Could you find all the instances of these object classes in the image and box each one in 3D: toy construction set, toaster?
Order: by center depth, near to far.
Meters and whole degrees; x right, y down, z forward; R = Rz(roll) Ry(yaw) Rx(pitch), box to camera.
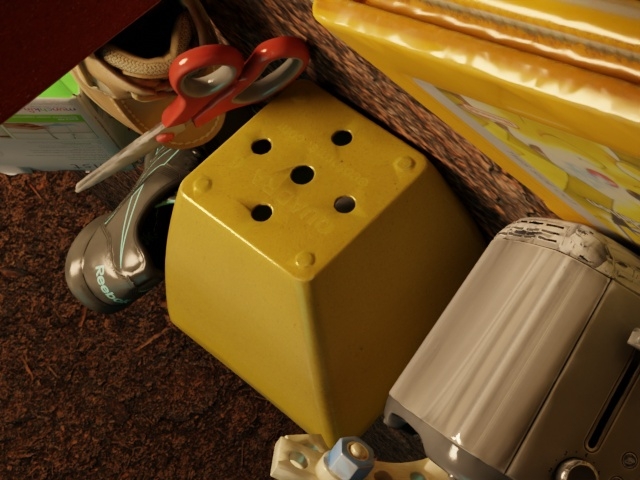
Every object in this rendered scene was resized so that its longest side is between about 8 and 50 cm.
[{"bbox_3d":[0.127,0.075,0.804,0.129,0.146,0.227,32,177,-8],"label":"toaster"},{"bbox_3d":[0.113,0.124,1.059,0.151,0.328,0.215,49,-146,-1],"label":"toy construction set"}]

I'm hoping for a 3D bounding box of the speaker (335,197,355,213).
[{"bbox_3d":[0.034,0.030,1.368,0.296,0.131,0.131,33,168,38],"label":"speaker"}]

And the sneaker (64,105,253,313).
[{"bbox_3d":[-0.120,-0.041,1.323,0.101,0.267,0.106,46,144,-23],"label":"sneaker"}]

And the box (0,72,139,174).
[{"bbox_3d":[-0.317,-0.151,1.372,0.262,0.126,0.231,1,168,7],"label":"box"}]

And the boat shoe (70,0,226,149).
[{"bbox_3d":[-0.147,-0.158,1.154,0.110,0.122,0.341,57,180,32],"label":"boat shoe"}]

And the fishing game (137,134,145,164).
[{"bbox_3d":[-0.186,-0.134,1.544,0.264,0.041,0.189,33,139,46],"label":"fishing game"}]

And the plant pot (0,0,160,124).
[{"bbox_3d":[-0.143,-0.227,0.470,0.267,0.267,0.235,39,151,14],"label":"plant pot"}]

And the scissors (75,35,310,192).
[{"bbox_3d":[-0.108,-0.093,1.187,0.297,0.109,0.021,-38,64,56],"label":"scissors"}]

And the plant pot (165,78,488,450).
[{"bbox_3d":[0.000,0.000,1.181,0.212,0.212,0.187,36,158,28],"label":"plant pot"}]

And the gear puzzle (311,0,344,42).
[{"bbox_3d":[0.024,-0.182,0.689,0.175,0.044,0.339,45,167,-15],"label":"gear puzzle"}]

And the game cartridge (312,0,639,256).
[{"bbox_3d":[0.181,-0.009,0.656,0.324,0.052,0.285,36,176,-36],"label":"game cartridge"}]
